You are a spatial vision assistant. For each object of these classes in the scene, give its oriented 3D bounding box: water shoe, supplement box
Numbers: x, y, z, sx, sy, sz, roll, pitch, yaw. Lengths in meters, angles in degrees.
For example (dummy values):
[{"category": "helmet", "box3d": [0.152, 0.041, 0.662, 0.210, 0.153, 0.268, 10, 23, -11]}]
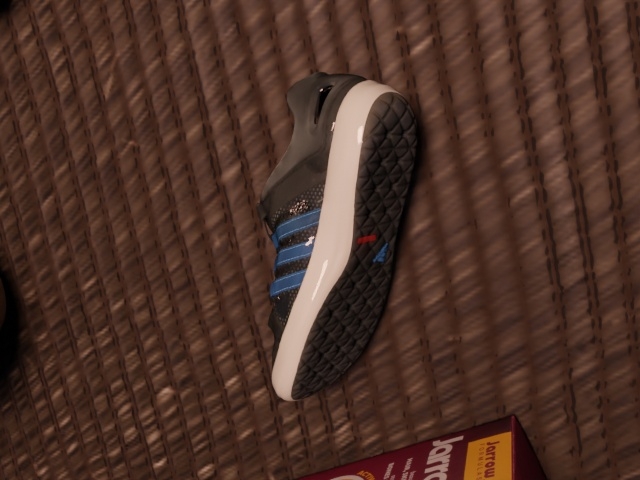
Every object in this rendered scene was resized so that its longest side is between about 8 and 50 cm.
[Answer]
[{"category": "water shoe", "box3d": [0.000, 0.000, 0.367, 0.080, 0.073, 0.203, 29, 111, 39]}, {"category": "supplement box", "box3d": [0.046, 0.189, 0.360, 0.188, 0.104, 0.080, -25, 92, 20]}]

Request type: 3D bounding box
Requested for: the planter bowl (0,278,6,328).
[{"category": "planter bowl", "box3d": [-0.319, 0.055, 0.449, 0.162, 0.109, 0.162, 3, 102, 17]}]
